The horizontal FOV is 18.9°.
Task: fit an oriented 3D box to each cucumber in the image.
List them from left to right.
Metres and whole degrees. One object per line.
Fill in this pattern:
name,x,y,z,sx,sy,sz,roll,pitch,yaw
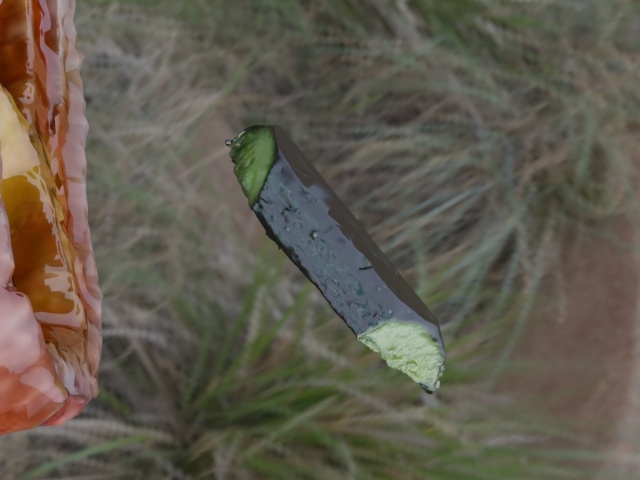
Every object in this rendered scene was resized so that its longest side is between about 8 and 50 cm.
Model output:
cucumber,0.000,0.000,1.185,0.220,0.046,0.070,50,16,24

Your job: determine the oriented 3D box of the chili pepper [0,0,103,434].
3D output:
chili pepper,-0.187,-0.043,0.432,0.305,0.229,0.251,-9,41,-16
